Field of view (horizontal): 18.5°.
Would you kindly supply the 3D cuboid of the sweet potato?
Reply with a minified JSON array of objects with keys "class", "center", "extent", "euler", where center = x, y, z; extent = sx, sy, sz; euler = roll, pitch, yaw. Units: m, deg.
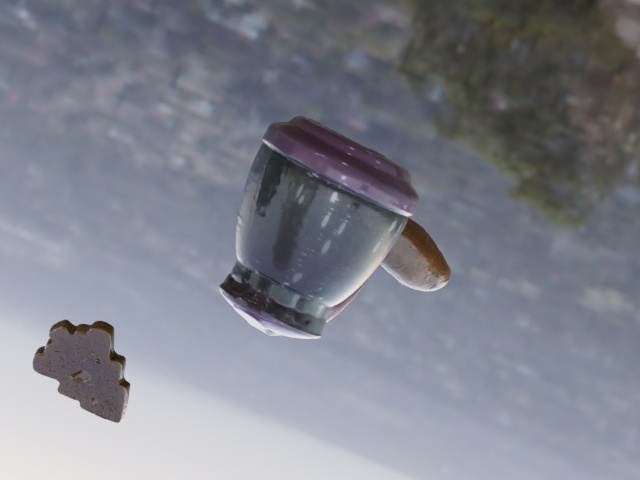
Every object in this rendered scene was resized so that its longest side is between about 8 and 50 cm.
[{"class":"sweet potato","center":[0.053,-0.008,1.767],"extent":[0.195,0.056,0.056],"euler":[34,169,-39]}]

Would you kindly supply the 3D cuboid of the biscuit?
[{"class":"biscuit","center":[-0.176,0.100,1.514],"extent":[0.092,0.082,0.016],"euler":[54,-150,-13]}]

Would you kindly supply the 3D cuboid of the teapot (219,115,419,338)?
[{"class":"teapot","center":[-0.009,-0.004,1.366],"extent":[0.116,0.146,0.148],"euler":[27,-176,-1]}]
